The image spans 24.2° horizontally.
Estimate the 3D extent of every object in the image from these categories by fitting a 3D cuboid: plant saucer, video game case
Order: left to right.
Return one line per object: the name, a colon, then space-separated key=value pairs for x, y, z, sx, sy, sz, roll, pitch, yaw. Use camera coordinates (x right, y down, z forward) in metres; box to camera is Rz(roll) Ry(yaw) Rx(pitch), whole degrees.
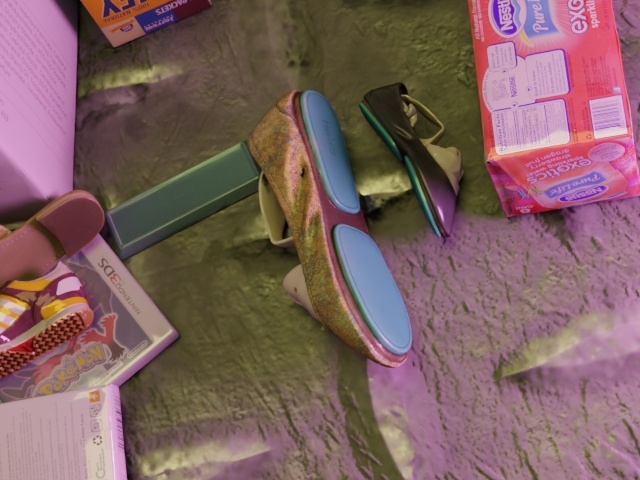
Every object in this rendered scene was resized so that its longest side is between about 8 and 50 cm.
video game case: x=-0.287 y=0.105 z=1.667 sx=0.201 sy=0.023 sz=0.183 roll=-40 pitch=62 yaw=-4
plant saucer: x=-0.156 y=-0.049 z=1.706 sx=0.192 sy=0.018 sz=0.067 roll=-28 pitch=61 yaw=3

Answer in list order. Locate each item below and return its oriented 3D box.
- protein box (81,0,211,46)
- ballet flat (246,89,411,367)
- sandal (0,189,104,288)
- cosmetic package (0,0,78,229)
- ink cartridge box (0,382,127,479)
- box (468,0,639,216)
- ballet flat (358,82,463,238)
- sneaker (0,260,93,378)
protein box: x=-0.246 y=-0.382 z=1.779 sx=0.136 sy=0.201 sz=0.200 roll=-22 pitch=62 yaw=5
ballet flat: x=0.000 y=0.000 z=1.596 sx=0.123 sy=0.123 sz=0.348 roll=-21 pitch=63 yaw=6
sandal: x=-0.358 y=0.015 z=1.690 sx=0.240 sy=0.088 sz=0.079 roll=-32 pitch=29 yaw=-7
cosmetic package: x=-0.487 y=-0.237 z=1.711 sx=0.329 sy=0.327 sz=0.393 roll=-8 pitch=65 yaw=12
ink cartridge box: x=-0.305 y=0.268 z=1.570 sx=0.208 sy=0.045 sz=0.206 roll=-10 pitch=72 yaw=8
box: x=0.243 y=-0.194 z=1.588 sx=0.154 sy=0.142 sz=0.300 roll=-10 pitch=63 yaw=11
ballet flat: x=0.112 y=-0.096 z=1.623 sx=0.074 sy=0.074 sz=0.203 roll=-29 pitch=59 yaw=1
sneaker: x=-0.345 y=0.093 z=1.640 sx=0.185 sy=0.069 sz=0.084 roll=-25 pitch=63 yaw=-8
